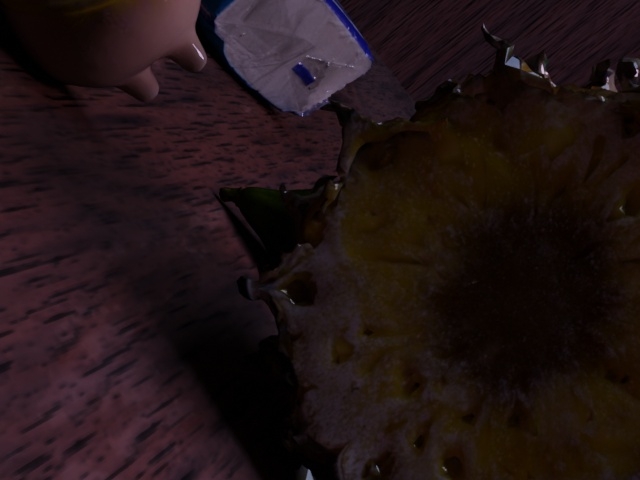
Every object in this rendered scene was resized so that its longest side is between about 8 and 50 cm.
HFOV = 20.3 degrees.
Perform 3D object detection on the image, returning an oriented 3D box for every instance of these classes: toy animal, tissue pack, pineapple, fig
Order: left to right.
[{"bbox_3d":[-0.168,-0.201,1.194,0.248,0.165,0.149,56,3,-16],"label":"toy animal"},{"bbox_3d":[-0.081,-0.282,1.969,0.209,0.137,0.270,41,11,-48],"label":"tissue pack"},{"bbox_3d":[0.000,0.000,1.425,0.177,0.117,0.117,42,9,6],"label":"fig"},{"bbox_3d":[0.138,0.054,1.129,0.352,0.352,0.300,54,9,11],"label":"pineapple"}]
